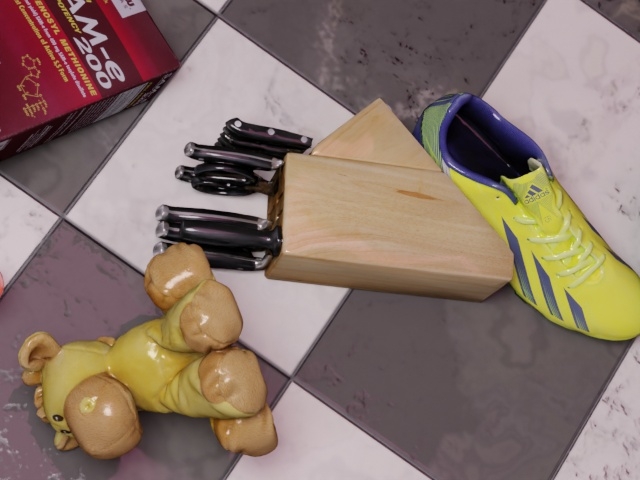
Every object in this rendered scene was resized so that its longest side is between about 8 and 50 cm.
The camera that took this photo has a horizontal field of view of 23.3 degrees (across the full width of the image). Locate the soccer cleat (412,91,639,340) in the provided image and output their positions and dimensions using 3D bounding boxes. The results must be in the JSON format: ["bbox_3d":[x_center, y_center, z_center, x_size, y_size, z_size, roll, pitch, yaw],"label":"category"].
[{"bbox_3d":[0.198,-0.019,1.419,0.289,0.121,0.093,45,69,2],"label":"soccer cleat"}]

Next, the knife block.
[{"bbox_3d":[0.000,0.000,1.384,0.242,0.088,0.276,-39,87,-20],"label":"knife block"}]

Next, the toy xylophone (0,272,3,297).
[{"bbox_3d":[-0.414,-0.023,1.293,0.236,0.081,0.323,-19,79,-17],"label":"toy xylophone"}]

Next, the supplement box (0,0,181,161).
[{"bbox_3d":[-0.251,-0.152,1.329,0.239,0.073,0.130,-30,86,-42],"label":"supplement box"}]

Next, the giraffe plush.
[{"bbox_3d":[-0.152,0.109,1.270,0.170,0.210,0.181,-22,105,-13],"label":"giraffe plush"}]
